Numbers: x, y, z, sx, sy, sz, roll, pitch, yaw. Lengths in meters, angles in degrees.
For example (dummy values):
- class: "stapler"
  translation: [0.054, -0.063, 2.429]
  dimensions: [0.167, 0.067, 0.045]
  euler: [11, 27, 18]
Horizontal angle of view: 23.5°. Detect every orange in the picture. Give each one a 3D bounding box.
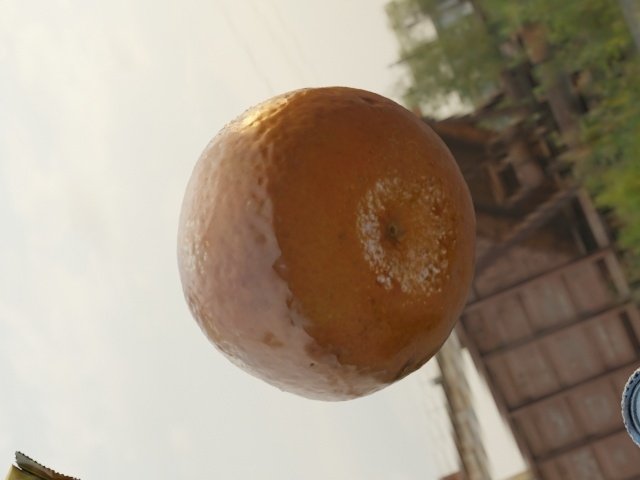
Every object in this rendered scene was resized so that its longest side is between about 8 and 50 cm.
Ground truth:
- class: "orange"
  translation: [0.000, 0.000, 1.053]
  dimensions: [0.224, 0.170, 0.224]
  euler: [8, -102, -43]

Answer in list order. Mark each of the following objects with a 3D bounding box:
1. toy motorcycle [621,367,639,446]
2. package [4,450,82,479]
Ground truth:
- class: "toy motorcycle"
  translation: [0.268, 0.203, 1.010]
  dimensions: [0.092, 0.135, 0.254]
  euler: [-3, -94, -49]
- class: "package"
  translation: [-0.241, 0.249, 1.316]
  dimensions: [0.031, 0.108, 0.120]
  euler: [105, -171, -52]
